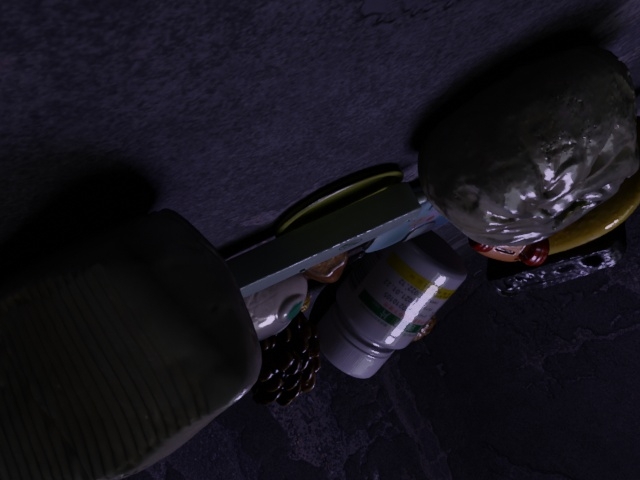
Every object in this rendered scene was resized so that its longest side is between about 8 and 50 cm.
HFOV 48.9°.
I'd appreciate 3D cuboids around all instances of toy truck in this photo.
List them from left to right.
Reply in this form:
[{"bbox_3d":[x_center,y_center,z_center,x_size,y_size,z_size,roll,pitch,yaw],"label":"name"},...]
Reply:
[{"bbox_3d":[0.425,-0.085,1.580,0.188,0.239,0.265,14,128,-15],"label":"toy truck"}]

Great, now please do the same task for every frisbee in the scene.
[{"bbox_3d":[0.030,-0.059,1.160,0.235,0.017,0.236,-26,169,-5],"label":"frisbee"}]

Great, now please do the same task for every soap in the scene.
[{"bbox_3d":[0.590,-0.117,1.616,0.427,0.115,0.306,-34,-151,59],"label":"soap"}]

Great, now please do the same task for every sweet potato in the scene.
[{"bbox_3d":[0.006,0.043,1.385,0.097,0.097,0.252,-25,168,-5],"label":"sweet potato"}]

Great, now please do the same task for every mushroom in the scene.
[{"bbox_3d":[0.114,0.176,1.893,0.344,0.239,0.345,-11,175,-1],"label":"mushroom"}]

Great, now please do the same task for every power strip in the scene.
[{"bbox_3d":[0.000,0.001,1.158,0.385,0.062,0.091,-25,169,-4],"label":"power strip"}]

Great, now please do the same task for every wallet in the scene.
[{"bbox_3d":[0.197,-0.064,1.373,0.250,0.075,0.176,-21,165,-20],"label":"wallet"}]

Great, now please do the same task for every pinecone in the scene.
[{"bbox_3d":[-0.119,0.232,1.553,0.243,0.244,0.257,-27,130,5],"label":"pinecone"}]

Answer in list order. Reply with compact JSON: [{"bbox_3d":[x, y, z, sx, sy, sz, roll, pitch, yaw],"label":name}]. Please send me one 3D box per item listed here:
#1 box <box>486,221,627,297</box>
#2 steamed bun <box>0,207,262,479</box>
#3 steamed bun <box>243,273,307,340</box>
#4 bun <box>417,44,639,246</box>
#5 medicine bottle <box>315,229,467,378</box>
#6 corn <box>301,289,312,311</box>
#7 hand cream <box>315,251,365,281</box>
[{"bbox_3d":[0.584,-0.043,1.768,0.359,0.091,0.351,-23,-142,38],"label":"box"},{"bbox_3d":[-0.227,0.109,0.789,0.383,0.247,0.236,-32,-172,27],"label":"steamed bun"},{"bbox_3d":[-0.126,0.127,1.381,0.228,0.131,0.177,-18,165,-29],"label":"steamed bun"},{"bbox_3d":[0.314,-0.117,1.027,0.359,0.211,0.360,-24,168,-5],"label":"bun"},{"bbox_3d":[0.148,0.134,1.581,0.340,0.208,0.208,-54,159,21],"label":"medicine bottle"},{"bbox_3d":[-0.130,0.171,1.721,0.238,0.080,0.080,-18,167,-23],"label":"corn"},{"bbox_3d":[0.111,0.057,1.823,0.256,0.050,0.084,-20,170,14],"label":"hand cream"}]
